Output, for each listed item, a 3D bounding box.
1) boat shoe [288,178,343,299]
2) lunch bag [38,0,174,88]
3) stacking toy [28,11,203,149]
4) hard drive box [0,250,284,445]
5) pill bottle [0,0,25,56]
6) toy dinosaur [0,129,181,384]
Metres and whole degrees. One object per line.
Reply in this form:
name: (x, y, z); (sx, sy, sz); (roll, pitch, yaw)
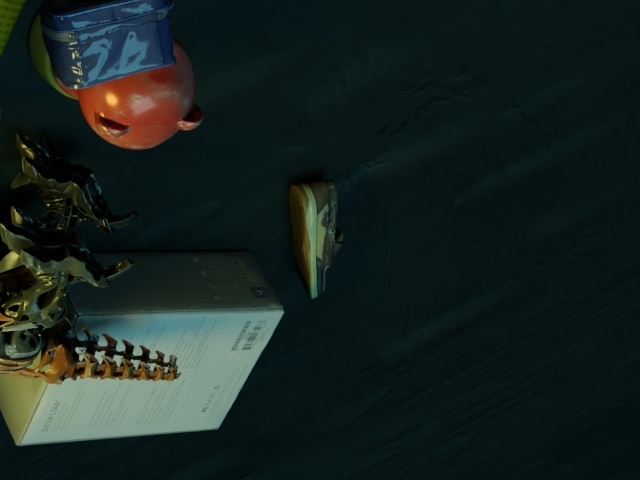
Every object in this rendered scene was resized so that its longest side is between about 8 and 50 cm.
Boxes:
boat shoe: (0.000, 0.000, 1.695); (0.049, 0.056, 0.152); (-17, 141, -12)
lunch bag: (-0.153, -0.158, 1.240); (0.098, 0.067, 0.065); (-18, 116, -18)
stacking toy: (-0.234, -0.161, 1.273); (0.309, 0.130, 0.279); (-17, 141, -21)
hard drive box: (-0.180, 0.103, 1.654); (0.232, 0.089, 0.181); (0, 133, -37)
pill bottle: (-0.262, -0.188, 1.139); (0.136, 0.136, 0.245); (17, 101, -46)
toy dinosaur: (-0.270, 0.038, 1.455); (0.322, 0.164, 0.218); (14, 127, -40)
